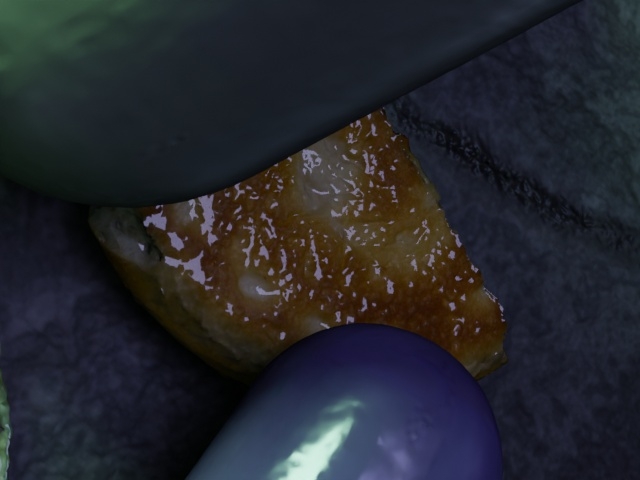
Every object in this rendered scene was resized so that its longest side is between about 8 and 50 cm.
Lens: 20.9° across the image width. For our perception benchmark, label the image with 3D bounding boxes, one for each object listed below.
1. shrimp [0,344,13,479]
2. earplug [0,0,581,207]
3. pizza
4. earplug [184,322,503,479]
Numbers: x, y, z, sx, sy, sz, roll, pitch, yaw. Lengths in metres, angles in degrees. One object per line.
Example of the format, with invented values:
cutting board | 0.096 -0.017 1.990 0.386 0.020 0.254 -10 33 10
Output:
shrimp | -0.292 0.044 1.005 0.221 0.110 0.445 -20 89 -27
earplug | -0.065 -0.193 0.986 0.312 0.394 0.312 47 26 -32
pizza | 0.000 0.000 1.198 0.335 0.086 0.226 18 75 -28
earplug | -0.042 0.250 1.030 0.215 0.215 0.456 40 68 -20
